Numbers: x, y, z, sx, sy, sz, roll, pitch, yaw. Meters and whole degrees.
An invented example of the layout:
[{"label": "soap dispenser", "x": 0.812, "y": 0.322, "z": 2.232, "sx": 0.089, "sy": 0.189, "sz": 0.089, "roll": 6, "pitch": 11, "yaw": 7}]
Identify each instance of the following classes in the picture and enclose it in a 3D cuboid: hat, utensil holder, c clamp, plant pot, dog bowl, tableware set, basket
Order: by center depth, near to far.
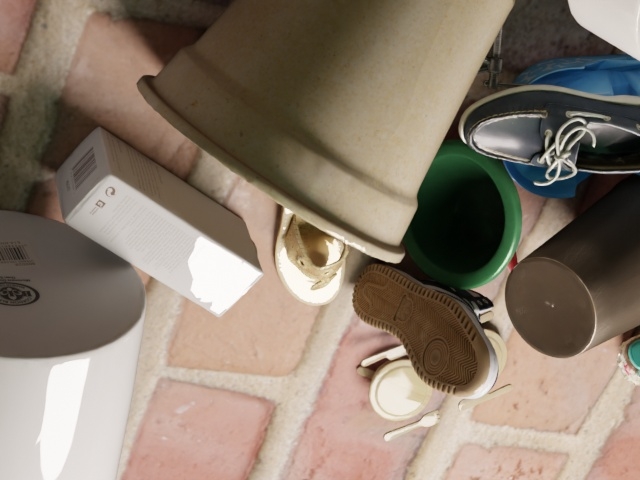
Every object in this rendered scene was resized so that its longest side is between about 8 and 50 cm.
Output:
[{"label": "plant pot", "x": 0.030, "y": -0.196, "z": 1.621, "sx": 0.334, "sy": 0.334, "sz": 0.305, "roll": 29, "pitch": 99, "yaw": -30}, {"label": "utensil holder", "x": -0.373, "y": 0.204, "z": 1.740, "sx": 0.327, "sy": 0.327, "sz": 0.385, "roll": 5, "pitch": 120, "yaw": -19}, {"label": "c clamp", "x": 0.181, "y": -0.246, "z": 1.754, "sx": 0.137, "sy": 0.022, "sz": 0.161, "roll": -3, "pitch": 101, "yaw": -5}, {"label": "dog bowl", "x": 0.350, "y": -0.144, "z": 1.849, "sx": 0.297, "sy": 0.074, "sz": 0.166, "roll": -4, "pitch": 118, "yaw": -6}, {"label": "basket", "x": 0.336, "y": 0.040, "z": 1.871, "sx": 0.227, "sy": 0.154, "sz": 0.204, "roll": -26, "pitch": 139, "yaw": -44}, {"label": "hat", "x": 0.211, "y": -0.036, "z": 1.915, "sx": 0.183, "sy": 0.173, "sz": 0.208, "roll": -16, "pitch": 142, "yaw": -48}, {"label": "tableware set", "x": 0.150, "y": 0.170, "z": 2.041, "sx": 0.194, "sy": 0.039, "sz": 0.128, "roll": -21, "pitch": 114, "yaw": -9}]

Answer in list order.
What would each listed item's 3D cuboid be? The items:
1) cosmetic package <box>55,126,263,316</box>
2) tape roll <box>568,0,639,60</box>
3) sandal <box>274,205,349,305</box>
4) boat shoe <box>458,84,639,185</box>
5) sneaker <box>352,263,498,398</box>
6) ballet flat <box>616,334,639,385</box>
[{"label": "cosmetic package", "x": -0.182, "y": -0.020, "z": 1.774, "sx": 0.231, "sy": 0.117, "sz": 0.085, "roll": 36, "pitch": 108, "yaw": -30}, {"label": "tape roll", "x": 0.390, "y": -0.328, "z": 1.661, "sx": 0.286, "sy": 0.100, "sz": 0.286, "roll": -34, "pitch": 145, "yaw": -29}, {"label": "sandal", "x": -0.006, "y": 0.001, "z": 1.858, "sx": 0.088, "sy": 0.079, "sz": 0.240, "roll": -9, "pitch": 125, "yaw": -10}, {"label": "boat shoe", "x": 0.285, "y": -0.113, "z": 1.765, "sx": 0.254, "sy": 0.079, "sz": 0.095, "roll": 5, "pitch": 130, "yaw": -10}, {"label": "sneaker", "x": 0.166, "y": 0.116, "z": 1.870, "sx": 0.153, "sy": 0.282, "sz": 0.099, "roll": 20, "pitch": 101, "yaw": -33}, {"label": "ballet flat", "x": 0.512, "y": 0.144, "z": 2.112, "sx": 0.241, "sy": 0.091, "sz": 0.077, "roll": -9, "pitch": 155, "yaw": -5}]
